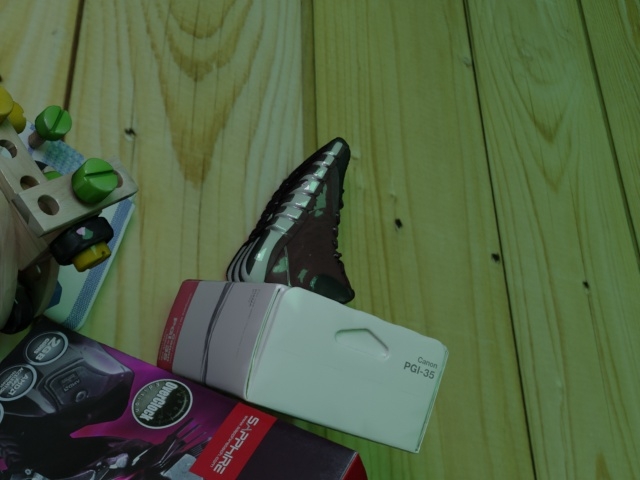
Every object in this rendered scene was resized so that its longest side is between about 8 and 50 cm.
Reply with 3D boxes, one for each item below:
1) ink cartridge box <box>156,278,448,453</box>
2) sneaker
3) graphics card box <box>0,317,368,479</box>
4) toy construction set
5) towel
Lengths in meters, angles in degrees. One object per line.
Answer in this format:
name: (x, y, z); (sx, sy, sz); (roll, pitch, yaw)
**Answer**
ink cartridge box: (-0.032, 0.126, 0.963); (0.207, 0.283, 0.117); (22, 79, -24)
sneaker: (0.000, 0.000, 1.212); (0.162, 0.106, 0.281); (42, 57, -15)
graphics card box: (-0.172, 0.230, 0.790); (0.370, 0.094, 0.233); (18, 50, 24)
toy construction set: (-0.320, -0.057, 0.809); (0.308, 0.237, 0.258); (6, 67, -45)
towel: (-0.346, -0.047, 0.987); (0.285, 0.034, 0.209); (37, 47, -28)
